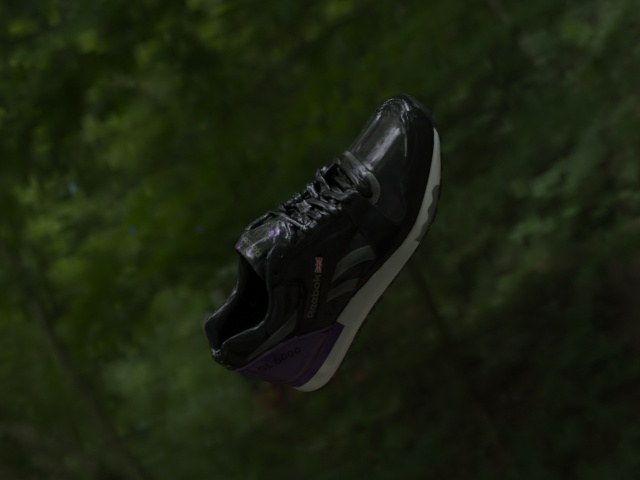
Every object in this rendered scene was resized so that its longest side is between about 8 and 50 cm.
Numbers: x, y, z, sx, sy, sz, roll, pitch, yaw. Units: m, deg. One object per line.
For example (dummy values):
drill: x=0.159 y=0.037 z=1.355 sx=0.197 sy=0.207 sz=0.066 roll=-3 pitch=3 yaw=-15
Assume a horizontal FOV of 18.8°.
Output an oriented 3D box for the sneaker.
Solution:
sneaker: x=0.000 y=0.000 z=1.653 sx=0.124 sy=0.107 sz=0.283 roll=15 pitch=-73 yaw=-38
